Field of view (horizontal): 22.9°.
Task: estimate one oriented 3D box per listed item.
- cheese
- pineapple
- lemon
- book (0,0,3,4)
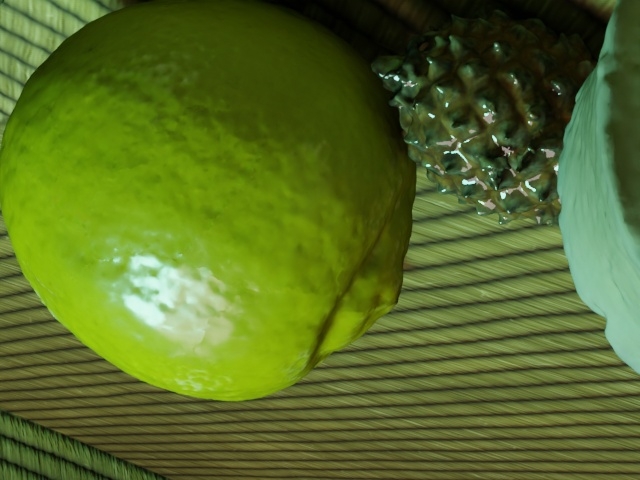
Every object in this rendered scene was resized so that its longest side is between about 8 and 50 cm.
[{"bbox_3d":[0.327,-0.043,0.997,0.332,0.292,0.153,5,161,-2],"label":"cheese"},{"bbox_3d":[0.128,-0.098,1.190,0.193,0.166,0.166,21,161,-4],"label":"pineapple"},{"bbox_3d":[-0.089,-0.038,1.286,0.348,0.348,0.348,15,161,5],"label":"lemon"},{"bbox_3d":[-0.291,-0.226,1.173,0.192,0.168,0.013,9,143,22],"label":"book"}]
